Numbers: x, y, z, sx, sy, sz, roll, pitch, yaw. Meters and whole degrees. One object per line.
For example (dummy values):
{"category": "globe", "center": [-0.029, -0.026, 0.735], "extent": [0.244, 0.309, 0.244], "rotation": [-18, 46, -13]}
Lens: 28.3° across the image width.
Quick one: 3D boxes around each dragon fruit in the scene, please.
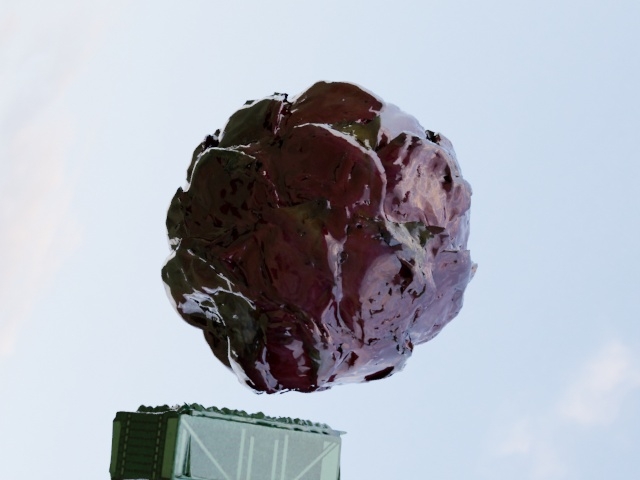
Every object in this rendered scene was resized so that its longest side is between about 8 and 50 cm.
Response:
{"category": "dragon fruit", "center": [-0.003, -0.002, 1.274], "extent": [0.329, 0.329, 0.329], "rotation": [-36, -140, 37]}

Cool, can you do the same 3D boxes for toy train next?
{"category": "toy train", "center": [-0.092, 0.242, 1.221], "extent": [0.115, 0.269, 0.155], "rotation": [-14, -111, 41]}
